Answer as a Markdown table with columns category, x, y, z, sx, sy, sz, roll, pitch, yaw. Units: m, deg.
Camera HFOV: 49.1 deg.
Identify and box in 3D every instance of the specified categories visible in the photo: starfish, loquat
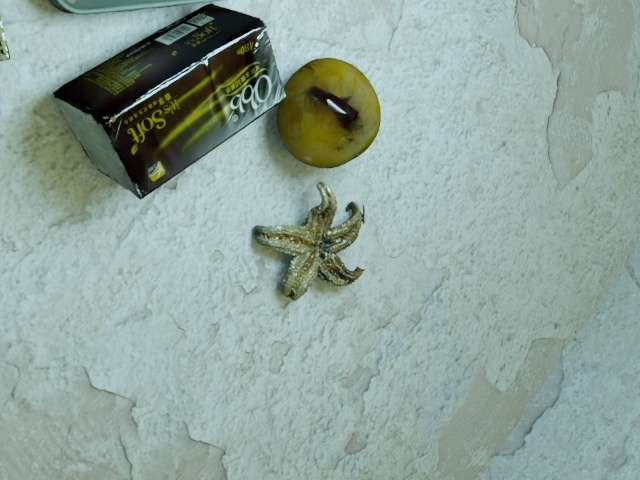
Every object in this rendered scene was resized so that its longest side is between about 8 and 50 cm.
| category | x | y | z | sx | sy | sz | roll | pitch | yaw |
| --- | --- | --- | --- | --- | --- | --- | --- | --- | --- |
| starfish | -0.001 | -0.004 | 1.655 | 0.303 | 0.113 | 0.312 | -28 | 127 | -25 |
| loquat | 0.018 | -0.272 | 1.515 | 0.235 | 0.235 | 0.235 | -11 | 109 | -35 |

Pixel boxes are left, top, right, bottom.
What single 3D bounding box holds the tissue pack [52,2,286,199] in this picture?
| category | x | y | z | sx | sy | sz | roll | pitch | yaw |
| --- | --- | --- | --- | --- | --- | --- | --- | --- | --- |
| tissue pack | -0.267 | -0.275 | 1.296 | 0.370 | 0.210 | 0.198 | -39 | 132 | -22 |

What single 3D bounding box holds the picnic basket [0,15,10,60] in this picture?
| category | x | y | z | sx | sy | sz | roll | pitch | yaw |
| --- | --- | --- | --- | --- | --- | --- | --- | --- | --- |
| picnic basket | -0.578 | -0.369 | 1.080 | 0.134 | 0.154 | 0.196 | -15 | 107 | -28 |

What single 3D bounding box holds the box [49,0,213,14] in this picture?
| category | x | y | z | sx | sy | sz | roll | pitch | yaw |
| --- | --- | --- | --- | --- | --- | --- | --- | --- | --- |
| box | -0.321 | -0.617 | 1.235 | 0.396 | 0.111 | 0.396 | -19 | 114 | -31 |
